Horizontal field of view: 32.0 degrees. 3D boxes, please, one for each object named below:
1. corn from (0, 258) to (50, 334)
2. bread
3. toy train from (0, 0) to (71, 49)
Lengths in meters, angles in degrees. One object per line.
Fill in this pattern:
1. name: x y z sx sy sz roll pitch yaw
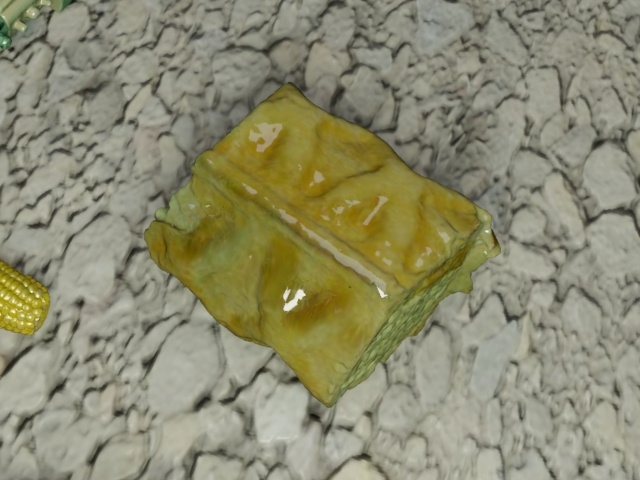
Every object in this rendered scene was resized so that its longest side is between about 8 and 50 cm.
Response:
1. corn: -0.346 0.026 1.048 0.206 0.067 0.067 26 62 5
2. bread: -0.004 0.005 1.037 0.252 0.196 0.238 44 62 12
3. toy train: -0.344 -0.276 1.203 0.125 0.081 0.194 33 62 5
